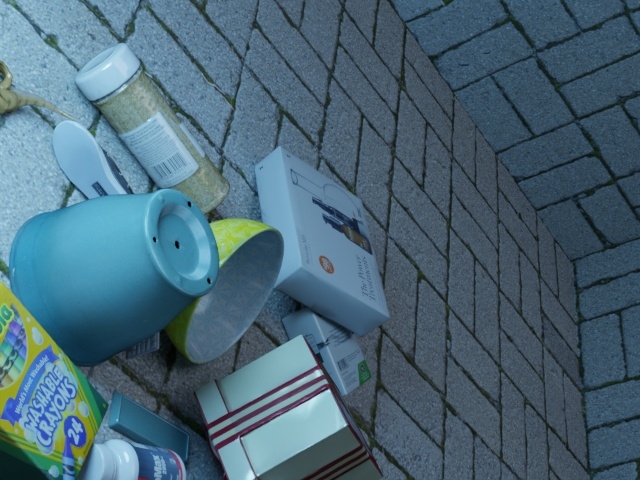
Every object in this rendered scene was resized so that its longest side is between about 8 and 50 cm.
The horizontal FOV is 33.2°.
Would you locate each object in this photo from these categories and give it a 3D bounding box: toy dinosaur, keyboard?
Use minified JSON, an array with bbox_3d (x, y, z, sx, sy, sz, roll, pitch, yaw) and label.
[{"bbox_3d":[-0.521,-0.241,1.799,0.212,0.064,0.112,-14,94,-48],"label":"toy dinosaur"},{"bbox_3d":[-0.313,0.087,1.916,0.014,0.072,0.256,30,46,-44],"label":"keyboard"}]

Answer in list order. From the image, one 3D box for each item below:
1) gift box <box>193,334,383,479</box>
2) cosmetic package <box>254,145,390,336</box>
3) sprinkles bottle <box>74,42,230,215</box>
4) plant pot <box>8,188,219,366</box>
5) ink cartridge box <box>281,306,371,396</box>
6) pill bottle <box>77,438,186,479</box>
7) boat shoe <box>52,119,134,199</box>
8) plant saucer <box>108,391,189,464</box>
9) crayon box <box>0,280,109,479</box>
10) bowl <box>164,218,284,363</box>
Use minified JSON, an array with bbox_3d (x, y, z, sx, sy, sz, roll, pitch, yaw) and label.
[{"bbox_3d":[-0.059,0.374,1.918,0.255,0.258,0.276,61,-1,46],"label":"gift box"},{"bbox_3d":[0.000,0.000,2.404,0.284,0.097,0.377,29,34,-36],"label":"cosmetic package"},{"bbox_3d":[-0.318,-0.204,2.062,0.355,0.121,0.121,55,30,-26],"label":"sprinkles bottle"},{"bbox_3d":[-0.316,0.039,1.749,0.272,0.255,0.271,40,38,-42],"label":"plant pot"},{"bbox_3d":[0.015,0.238,2.383,0.153,0.087,0.208,-19,87,-63],"label":"ink cartridge box"},{"bbox_3d":[-0.307,0.370,1.690,0.180,0.108,0.107,27,49,-52],"label":"pill bottle"},{"bbox_3d":[-0.394,-0.122,1.923,0.228,0.080,0.076,55,13,-19],"label":"boat shoe"},{"bbox_3d":[-0.290,0.326,1.851,0.192,0.018,0.067,43,37,-42],"label":"plant saucer"},{"bbox_3d":[-0.456,0.206,1.547,0.323,0.083,0.203,55,25,-24],"label":"crayon box"},{"bbox_3d":[-0.213,0.067,1.986,0.156,0.289,0.289,31,20,19],"label":"bowl"}]
